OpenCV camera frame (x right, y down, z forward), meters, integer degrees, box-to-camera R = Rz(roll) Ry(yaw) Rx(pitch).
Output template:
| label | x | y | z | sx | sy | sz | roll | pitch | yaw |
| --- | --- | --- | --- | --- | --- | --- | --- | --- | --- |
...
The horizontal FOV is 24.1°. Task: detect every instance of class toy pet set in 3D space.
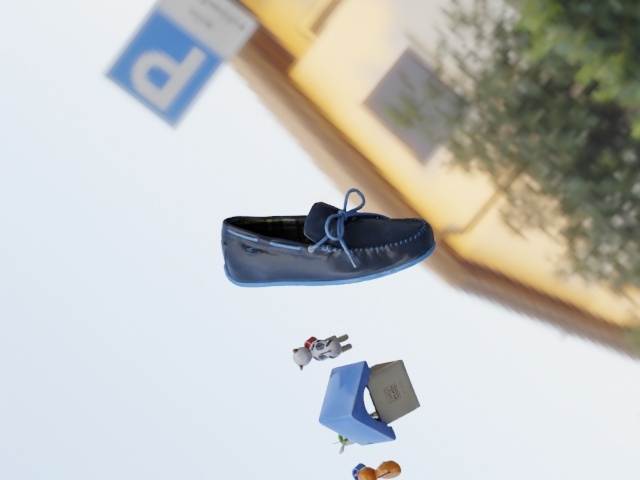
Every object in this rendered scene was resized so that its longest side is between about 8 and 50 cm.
| label | x | y | z | sx | sy | sz | roll | pitch | yaw |
| --- | --- | --- | --- | --- | --- | --- | --- | --- | --- |
| toy pet set | 0.018 | 0.132 | 1.111 | 0.065 | 0.114 | 0.122 | -23 | -87 | -35 |

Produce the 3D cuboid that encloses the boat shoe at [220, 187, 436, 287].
| label | x | y | z | sx | sy | sz | roll | pitch | yaw |
| --- | --- | --- | --- | --- | --- | --- | --- | --- | --- |
| boat shoe | 0.000 | 0.000 | 1.720 | 0.109 | 0.258 | 0.089 | -66 | -35 | -64 |
